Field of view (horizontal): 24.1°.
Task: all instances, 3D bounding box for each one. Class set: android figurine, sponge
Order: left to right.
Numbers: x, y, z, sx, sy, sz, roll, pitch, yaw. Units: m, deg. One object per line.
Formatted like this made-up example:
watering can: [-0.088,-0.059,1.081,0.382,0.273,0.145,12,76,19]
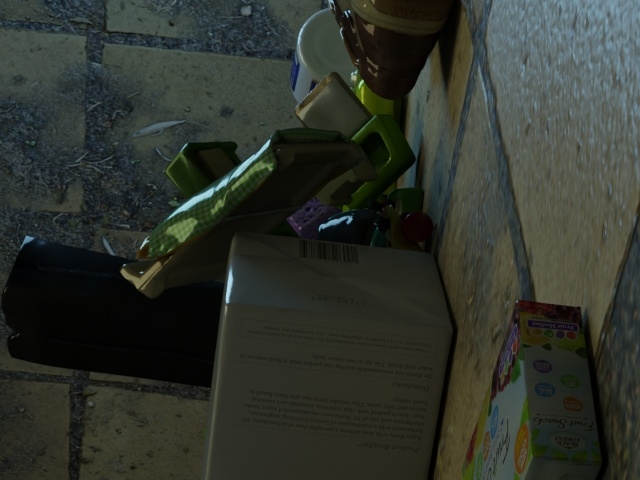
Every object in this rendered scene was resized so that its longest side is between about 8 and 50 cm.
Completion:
sponge: [0.000,0.000,1.958,0.031,0.117,0.210,47,155,19]
android figurine: [0.055,-0.114,1.710,0.248,0.056,0.272,113,161,-77]

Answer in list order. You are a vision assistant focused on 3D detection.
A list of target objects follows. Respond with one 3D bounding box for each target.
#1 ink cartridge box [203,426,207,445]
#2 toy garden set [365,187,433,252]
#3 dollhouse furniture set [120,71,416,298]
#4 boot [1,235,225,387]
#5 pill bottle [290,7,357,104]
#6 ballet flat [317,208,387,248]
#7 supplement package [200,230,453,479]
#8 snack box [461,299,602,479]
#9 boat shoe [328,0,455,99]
ink cartridge box: [-0.064,0.297,1.870,0.160,0.093,0.219,-46,39,38]
toy garden set: [0.058,0.071,1.395,0.204,0.049,0.244,-159,76,-86]
dollhouse furniture set: [-0.071,-0.071,1.386,0.197,0.151,0.301,-43,-14,22]
boot: [-0.196,0.173,2.016,0.146,0.445,0.367,-88,6,-49]
pill bottle: [0.017,-0.226,2.009,0.186,0.112,0.112,111,165,-73]
ballet flat: [0.017,0.106,1.540,0.095,0.096,0.280,18,-101,-60]
supplement package: [-0.006,0.163,1.237,0.175,0.178,0.293,-95,12,-71]
snack box: [0.103,0.114,0.754,0.100,0.037,0.141,-90,7,-47]
boat shoe: [0.056,-0.230,1.441,0.342,0.123,0.123,-105,22,-62]
